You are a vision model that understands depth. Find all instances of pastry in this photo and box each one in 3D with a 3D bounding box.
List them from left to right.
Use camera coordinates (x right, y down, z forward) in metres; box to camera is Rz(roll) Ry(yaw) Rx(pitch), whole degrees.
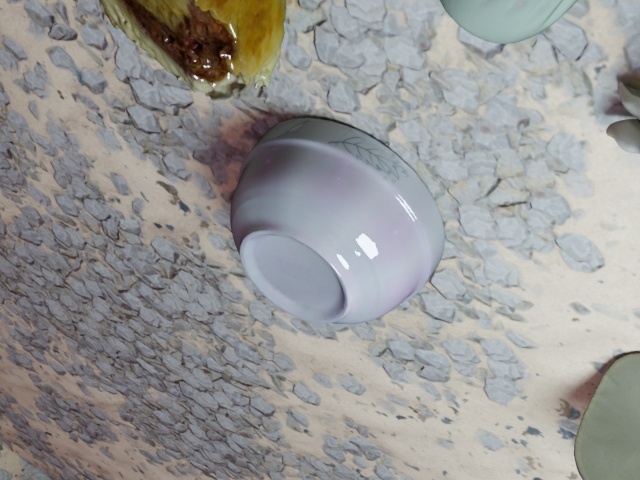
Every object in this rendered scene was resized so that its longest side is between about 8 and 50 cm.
[{"bbox_3d":[-0.132,-0.288,0.998,0.237,0.170,0.256,34,160,41],"label":"pastry"}]

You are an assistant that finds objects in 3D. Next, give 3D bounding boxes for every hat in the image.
[{"bbox_3d":[0.449,0.251,1.155,0.149,0.214,0.245,19,-170,-36],"label":"hat"}]

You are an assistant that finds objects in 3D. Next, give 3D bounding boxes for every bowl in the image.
[{"bbox_3d":[0.000,0.000,1.222,0.287,0.144,0.287,23,142,19],"label":"bowl"}]

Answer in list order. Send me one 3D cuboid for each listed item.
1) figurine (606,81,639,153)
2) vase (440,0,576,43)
[{"bbox_3d":[0.359,-0.068,0.852,0.155,0.235,0.127,-14,128,-1],"label":"figurine"},{"bbox_3d":[0.196,-0.271,0.771,0.128,0.128,0.248,39,137,-4],"label":"vase"}]
